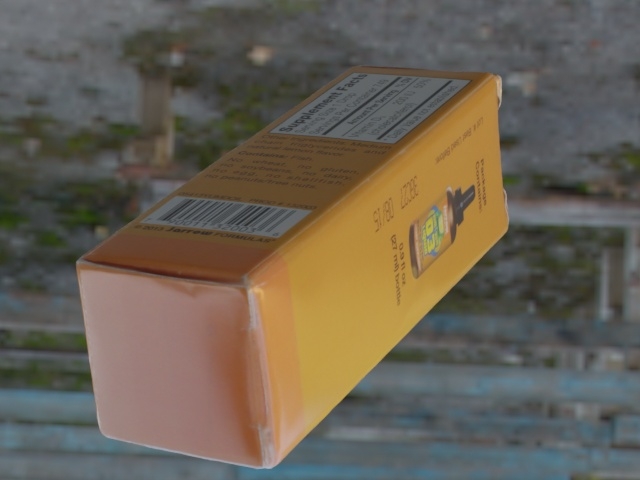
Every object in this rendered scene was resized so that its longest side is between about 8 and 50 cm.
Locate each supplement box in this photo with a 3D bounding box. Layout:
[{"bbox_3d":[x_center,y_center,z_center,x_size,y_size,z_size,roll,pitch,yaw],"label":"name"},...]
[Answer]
[{"bbox_3d":[0.000,0.000,0.719,0.080,0.078,0.233,7,-155,28],"label":"supplement box"}]
